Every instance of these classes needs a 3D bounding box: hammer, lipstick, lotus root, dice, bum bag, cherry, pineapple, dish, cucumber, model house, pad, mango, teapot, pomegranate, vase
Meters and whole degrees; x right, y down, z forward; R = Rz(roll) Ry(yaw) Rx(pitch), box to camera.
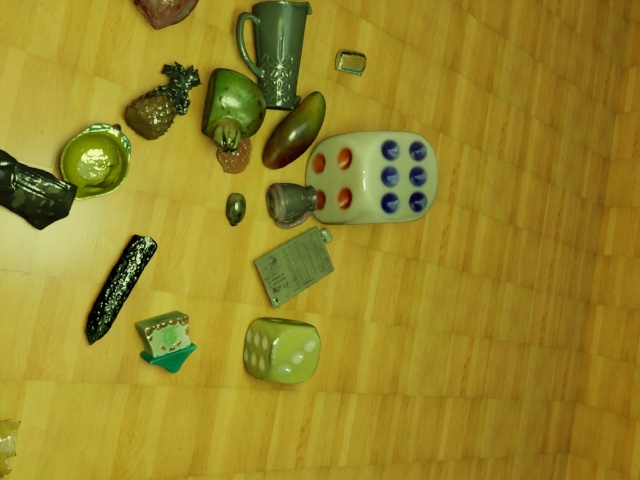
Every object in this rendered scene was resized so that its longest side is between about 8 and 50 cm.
[{"bbox_3d":[0.000,0.000,1.680,0.083,0.031,0.052,-41,110,-20],"label":"hammer"},{"bbox_3d":[-0.093,0.096,1.607,0.158,0.048,0.048,32,74,-32],"label":"lipstick"},{"bbox_3d":[-0.242,-0.087,1.496,0.054,0.049,0.099,4,96,-37],"label":"lotus root"},{"bbox_3d":[-0.113,0.317,1.529,0.169,0.169,0.166,9,86,-35],"label":"dice"},{"bbox_3d":[-0.707,-0.141,1.129,0.340,0.095,0.144,33,103,-27],"label":"bum bag"},{"bbox_3d":[-0.385,-0.642,1.296,0.192,0.175,0.249,8,89,-25],"label":"cherry"},{"bbox_3d":[-0.394,-0.370,1.349,0.237,0.111,0.119,-57,152,-29],"label":"pineapple"},{"bbox_3d":[-0.543,-0.188,1.264,0.149,0.080,0.207,34,75,-27],"label":"dish"},{"bbox_3d":[-0.505,0.122,1.308,0.072,0.072,0.300,34,73,-31],"label":"cucumber"},{"bbox_3d":[-0.402,0.272,1.371,0.127,0.100,0.149,-15,103,-33],"label":"model house"},{"bbox_3d":[0.154,-0.185,1.611,0.304,0.304,0.276,-2,94,-34],"label":"dice"},{"bbox_3d":[-0.070,0.076,1.591,0.265,0.009,0.159,-31,103,-38],"label":"pad"},{"bbox_3d":[-0.070,-0.317,1.532,0.267,0.111,0.133,-52,163,0],"label":"mango"},{"bbox_3d":[-0.078,-0.103,1.556,0.146,0.116,0.148,-10,104,-21],"label":"teapot"},{"bbox_3d":[-0.220,-0.341,1.378,0.159,0.241,0.190,10,115,-18],"label":"pomegranate"},{"bbox_3d":[-0.131,-0.532,1.502,0.251,0.156,0.300,-4,101,-38],"label":"vase"}]

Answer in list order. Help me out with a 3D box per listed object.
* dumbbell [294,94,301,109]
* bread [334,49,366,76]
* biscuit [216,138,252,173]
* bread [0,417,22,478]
[{"bbox_3d":[-0.057,-0.387,1.612,0.052,0.046,0.118,-49,117,-29],"label":"dumbbell"},{"bbox_3d":[0.099,-0.583,1.710,0.106,0.053,0.072,0,115,-32],"label":"bread"},{"bbox_3d":[-0.246,-0.254,1.503,0.102,0.019,0.130,21,80,-34],"label":"biscuit"},{"bbox_3d":[-0.760,0.450,1.137,0.173,0.085,0.134,13,84,-35],"label":"bread"}]
